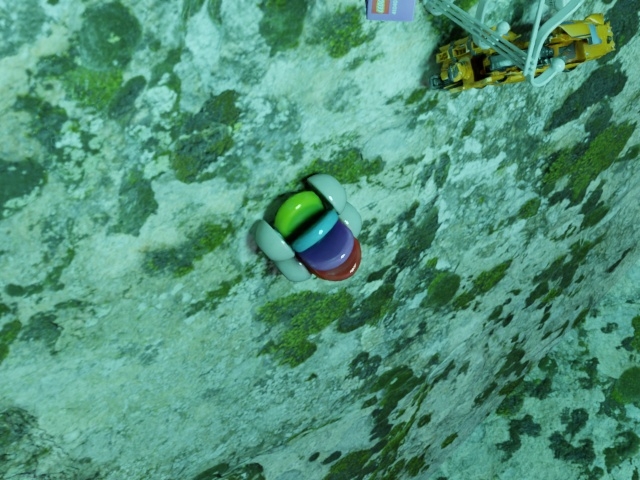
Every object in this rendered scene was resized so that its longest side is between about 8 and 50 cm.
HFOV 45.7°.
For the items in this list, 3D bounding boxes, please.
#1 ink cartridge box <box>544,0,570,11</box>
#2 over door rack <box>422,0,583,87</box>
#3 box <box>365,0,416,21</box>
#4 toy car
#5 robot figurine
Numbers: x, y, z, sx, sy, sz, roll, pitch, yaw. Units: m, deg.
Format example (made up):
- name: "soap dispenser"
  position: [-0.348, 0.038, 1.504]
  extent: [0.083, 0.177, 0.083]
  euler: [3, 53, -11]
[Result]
- name: "ink cartridge box"
  position: [0.412, -0.488, 1.141]
  extent: [0.237, 0.100, 0.172]
  euler: [-41, 144, -6]
- name: "over door rack"
  position: [0.225, -0.380, 0.943]
  extent: [0.108, 0.239, 0.324]
  euler: [-33, 144, -12]
- name: "box"
  position: [0.081, -0.413, 0.806]
  extent: [0.057, 0.201, 0.293]
  euler: [1, 134, -2]
- name: "toy car"
  position: [0.000, 0.000, 1.192]
  extent: [0.159, 0.136, 0.182]
  euler: [-41, 145, -4]
- name: "robot figurine"
  position: [0.308, -0.292, 1.190]
  extent: [0.291, 0.211, 0.085]
  euler: [-15, 95, -31]
